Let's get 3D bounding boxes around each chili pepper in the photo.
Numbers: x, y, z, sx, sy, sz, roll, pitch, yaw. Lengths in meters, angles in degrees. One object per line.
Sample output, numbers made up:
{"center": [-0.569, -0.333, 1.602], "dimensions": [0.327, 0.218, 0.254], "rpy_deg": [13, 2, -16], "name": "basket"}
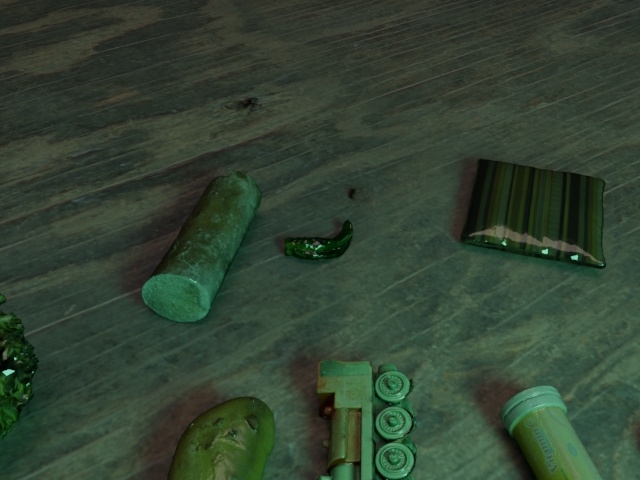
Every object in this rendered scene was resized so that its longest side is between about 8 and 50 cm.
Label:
{"center": [0.005, 0.004, 1.036], "dimensions": [0.117, 0.035, 0.056], "rpy_deg": [-19, 62, -17], "name": "chili pepper"}

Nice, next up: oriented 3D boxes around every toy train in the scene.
{"center": [0.049, 0.217, 0.773], "dimensions": [0.118, 0.074, 0.176], "rpy_deg": [-3, 45, 9], "name": "toy train"}

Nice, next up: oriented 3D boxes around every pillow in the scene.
{"center": [0.340, -0.048, 1.095], "dimensions": [0.212, 0.052, 0.208], "rpy_deg": [11, 44, 13], "name": "pillow"}

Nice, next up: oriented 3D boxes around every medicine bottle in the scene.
{"center": [0.267, 0.262, 0.728], "dimensions": [0.073, 0.074, 0.218], "rpy_deg": [-8, 44, -12], "name": "medicine bottle"}

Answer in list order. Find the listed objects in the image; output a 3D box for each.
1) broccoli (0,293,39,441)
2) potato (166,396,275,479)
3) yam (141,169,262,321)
{"center": [-0.407, 0.151, 0.741], "dimensions": [0.197, 0.227, 0.176], "rpy_deg": [9, -2, 10], "name": "broccoli"}
{"center": [-0.106, 0.248, 0.717], "dimensions": [0.105, 0.085, 0.188], "rpy_deg": [-10, 42, 19], "name": "potato"}
{"center": [-0.159, -0.001, 0.995], "dimensions": [0.093, 0.093, 0.259], "rpy_deg": [10, 42, 9], "name": "yam"}
